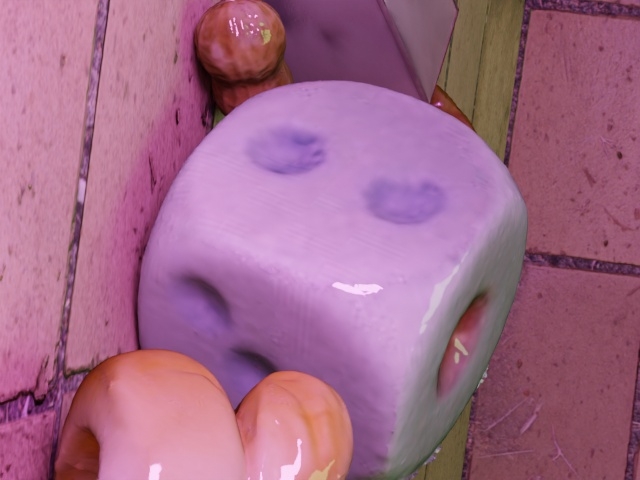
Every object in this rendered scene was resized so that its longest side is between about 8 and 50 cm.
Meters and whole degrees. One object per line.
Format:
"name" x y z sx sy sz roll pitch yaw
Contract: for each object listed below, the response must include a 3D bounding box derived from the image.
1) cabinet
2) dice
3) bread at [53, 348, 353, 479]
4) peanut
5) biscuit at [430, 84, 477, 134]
"cabinet" 0.022 -0.243 1.834 0.206 0.145 0.150 62 34 -43
"dice" 0.012 0.038 1.697 0.264 0.263 0.268 -51 157 -40
"bread" -0.091 0.292 1.428 0.329 0.245 0.424 -90 -175 -68
"peanut" -0.067 -0.162 1.762 0.193 0.089 0.089 82 20 -64
"biscuit" 0.127 -0.070 2.333 0.329 0.078 0.335 55 -24 31
